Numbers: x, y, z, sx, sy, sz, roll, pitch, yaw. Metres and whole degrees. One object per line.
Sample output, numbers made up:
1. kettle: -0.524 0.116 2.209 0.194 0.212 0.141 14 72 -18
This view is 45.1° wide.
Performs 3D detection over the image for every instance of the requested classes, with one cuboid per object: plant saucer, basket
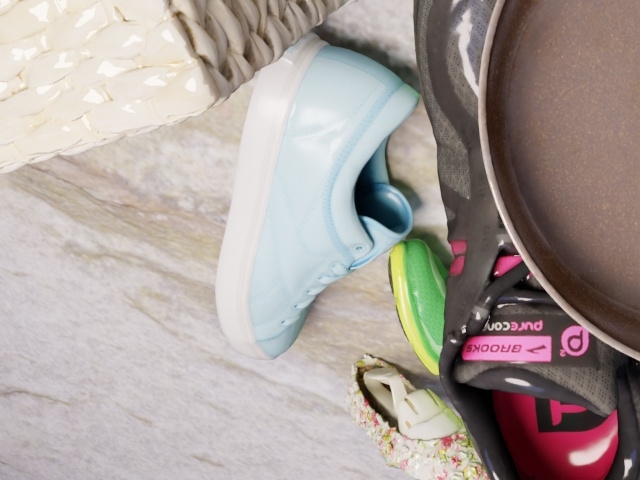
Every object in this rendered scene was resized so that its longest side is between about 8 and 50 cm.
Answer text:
1. plant saucer: 0.236 -0.074 0.467 0.311 0.310 0.050 38 173 -7
2. basket: -0.186 -0.238 0.513 0.332 0.266 0.328 -8 122 30

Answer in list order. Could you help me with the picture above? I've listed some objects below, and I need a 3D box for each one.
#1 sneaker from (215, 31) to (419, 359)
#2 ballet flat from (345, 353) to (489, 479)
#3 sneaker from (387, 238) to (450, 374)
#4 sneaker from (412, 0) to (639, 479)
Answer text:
1. sneaker: 0.000 0.000 0.708 0.150 0.135 0.365 23 134 13
2. ballet flat: 0.088 0.181 0.791 0.241 0.091 0.077 19 122 63
3. sneaker: 0.171 0.103 0.751 0.124 0.109 0.295 -37 103 13
4. sneaker: 0.171 0.017 0.552 0.185 0.202 0.482 -10 106 21
